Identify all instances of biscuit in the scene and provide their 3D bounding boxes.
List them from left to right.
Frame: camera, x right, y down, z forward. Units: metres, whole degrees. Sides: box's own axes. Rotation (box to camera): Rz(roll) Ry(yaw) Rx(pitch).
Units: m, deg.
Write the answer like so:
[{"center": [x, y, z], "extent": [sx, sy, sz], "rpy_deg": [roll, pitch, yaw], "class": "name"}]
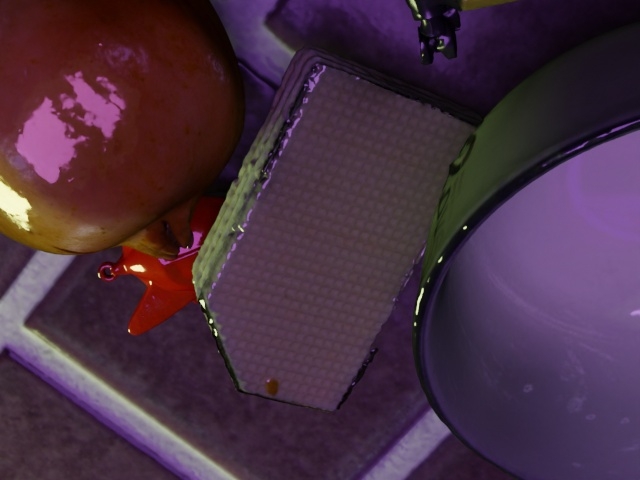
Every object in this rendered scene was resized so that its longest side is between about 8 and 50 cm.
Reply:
[{"center": [0.000, 0.000, 0.925], "extent": [0.150, 0.052, 0.252], "rpy_deg": [16, 113, -27], "class": "biscuit"}]

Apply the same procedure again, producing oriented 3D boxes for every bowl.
[{"center": [0.228, -0.009, 0.818], "extent": [0.353, 0.185, 0.354], "rpy_deg": [1, 136, 1], "class": "bowl"}]

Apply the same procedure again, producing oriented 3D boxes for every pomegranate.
[{"center": [-0.145, -0.091, 0.853], "extent": [0.209, 0.209, 0.209], "rpy_deg": [3, 113, 6], "class": "pomegranate"}]

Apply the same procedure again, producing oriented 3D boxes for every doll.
[{"center": [-0.083, -0.004, 0.954], "extent": [0.169, 0.057, 0.109], "rpy_deg": [-19, 115, 10], "class": "doll"}]

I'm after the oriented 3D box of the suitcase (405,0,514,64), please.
[{"center": [0.121, -0.243, 0.783], "extent": [0.193, 0.143, 0.235], "rpy_deg": [-10, 112, 12], "class": "suitcase"}]
